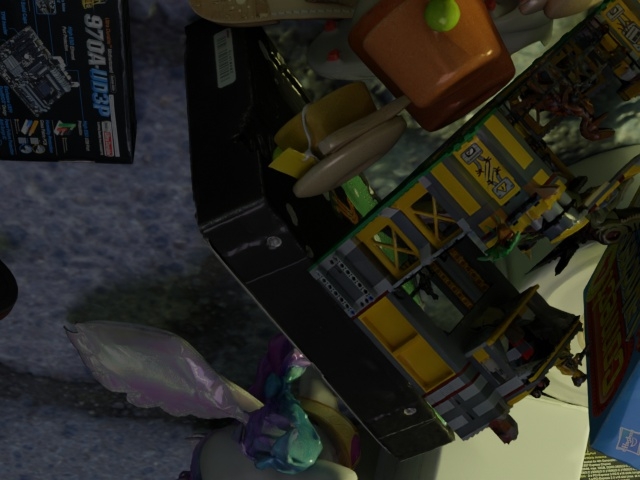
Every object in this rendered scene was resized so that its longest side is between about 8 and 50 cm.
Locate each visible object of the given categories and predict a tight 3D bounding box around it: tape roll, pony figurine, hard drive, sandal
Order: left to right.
[{"bbox_3d":[-0.068,0.210,1.287,0.351,0.363,0.303,-10,148,33],"label":"pony figurine"},{"bbox_3d":[0.000,0.000,1.078,0.064,0.237,0.339,-24,135,15],"label":"hard drive"},{"bbox_3d":[0.010,-0.201,0.948,0.240,0.088,0.079,-10,179,14],"label":"sandal"},{"bbox_3d":[0.305,0.041,1.240,0.286,0.100,0.286,-1,139,-1],"label":"tape roll"}]

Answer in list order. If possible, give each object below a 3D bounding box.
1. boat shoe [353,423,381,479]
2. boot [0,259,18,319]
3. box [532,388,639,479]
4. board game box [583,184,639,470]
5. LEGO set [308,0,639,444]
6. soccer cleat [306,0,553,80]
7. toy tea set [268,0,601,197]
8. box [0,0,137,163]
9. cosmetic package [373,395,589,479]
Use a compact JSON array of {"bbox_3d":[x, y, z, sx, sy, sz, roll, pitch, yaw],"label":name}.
[{"bbox_3d":[0.169,0.258,1.463,0.340,0.127,0.113,-9,127,-6],"label":"boat shoe"},{"bbox_3d":[-0.421,0.105,1.295,0.264,0.096,0.280,3,139,-6],"label":"boot"},{"bbox_3d":[0.414,0.242,1.306,0.395,0.318,0.097,-4,139,1],"label":"box"},{"bbox_3d":[0.292,-0.022,0.937,0.086,0.308,0.302,25,110,2],"label":"board game box"},{"bbox_3d":[0.168,-0.011,0.926,0.192,0.331,0.255,48,129,-1],"label":"LEGO set"},{"bbox_3d":[0.088,-0.153,1.040,0.196,0.068,0.076,-14,141,10],"label":"soccer cleat"},{"bbox_3d":[0.082,-0.162,0.803,0.124,0.200,0.336,57,140,5],"label":"toy tea set"},{"bbox_3d":[-0.237,-0.153,1.039,0.175,0.051,0.220,1,138,-3],"label":"box"},{"bbox_3d":[0.136,0.244,1.263,0.138,0.224,0.225,13,177,-8],"label":"cosmetic package"}]
